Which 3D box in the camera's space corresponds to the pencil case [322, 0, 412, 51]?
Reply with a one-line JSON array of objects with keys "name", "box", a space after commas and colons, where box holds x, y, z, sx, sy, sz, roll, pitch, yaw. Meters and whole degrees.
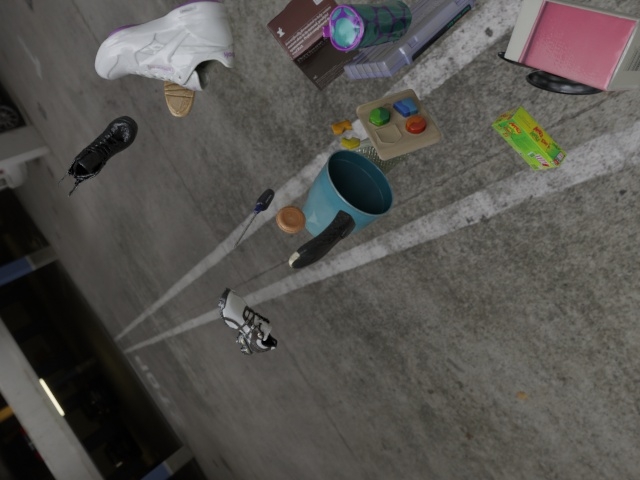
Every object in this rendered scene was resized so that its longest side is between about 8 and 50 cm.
[{"name": "pencil case", "box": [0.076, -0.330, 0.735, 0.070, 0.151, 0.064, 17, 123, 34]}]

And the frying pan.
[{"name": "frying pan", "box": [0.573, -0.433, 1.234, 0.197, 0.326, 0.053, -123, 47, -82]}]

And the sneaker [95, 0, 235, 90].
[{"name": "sneaker", "box": [-0.306, -0.352, 0.939, 0.305, 0.114, 0.152, -12, 104, 19]}]

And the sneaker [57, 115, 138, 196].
[{"name": "sneaker", "box": [-0.403, -0.153, 0.871, 0.170, 0.089, 0.051, -28, 124, 25]}]

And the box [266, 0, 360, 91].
[{"name": "box", "box": [-0.002, -0.608, 1.474, 0.191, 0.381, 0.143, -36, 85, 13]}]

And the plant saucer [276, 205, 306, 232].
[{"name": "plant saucer", "box": [-0.080, -0.060, 1.330, 0.083, 0.083, 0.013, 50, 151, 11]}]

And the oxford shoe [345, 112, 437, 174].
[{"name": "oxford shoe", "box": [0.240, -0.359, 1.875, 0.449, 0.130, 0.169, -30, 120, 15]}]

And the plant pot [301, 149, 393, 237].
[{"name": "plant pot", "box": [0.072, -0.130, 1.683, 0.272, 0.271, 0.255, 52, 134, 8]}]

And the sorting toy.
[{"name": "sorting toy", "box": [0.205, -0.368, 1.551, 0.041, 0.307, 0.229, 78, 172, -63]}]

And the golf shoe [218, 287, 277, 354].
[{"name": "golf shoe", "box": [-0.157, 0.178, 1.078, 0.094, 0.077, 0.198, -4, 132, 22]}]

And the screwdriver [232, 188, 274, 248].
[{"name": "screwdriver", "box": [-0.112, -0.041, 0.798, 0.024, 0.170, 0.025, 2, 122, 17]}]

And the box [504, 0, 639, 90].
[{"name": "box", "box": [0.518, -0.393, 0.951, 0.232, 0.148, 0.127, 42, 134, 40]}]

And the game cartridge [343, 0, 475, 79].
[{"name": "game cartridge", "box": [0.249, -0.562, 1.293, 0.068, 0.355, 0.230, 52, 171, -32]}]

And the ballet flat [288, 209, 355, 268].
[{"name": "ballet flat", "box": [0.000, 0.000, 0.970, 0.049, 0.173, 0.057, 41, 151, 23]}]

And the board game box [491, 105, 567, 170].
[{"name": "board game box", "box": [0.549, -0.265, 1.267, 0.181, 0.043, 0.092, 41, 171, -11]}]

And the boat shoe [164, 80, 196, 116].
[{"name": "boat shoe", "box": [-0.433, -0.525, 1.523, 0.096, 0.098, 0.277, -102, 13, -87]}]
